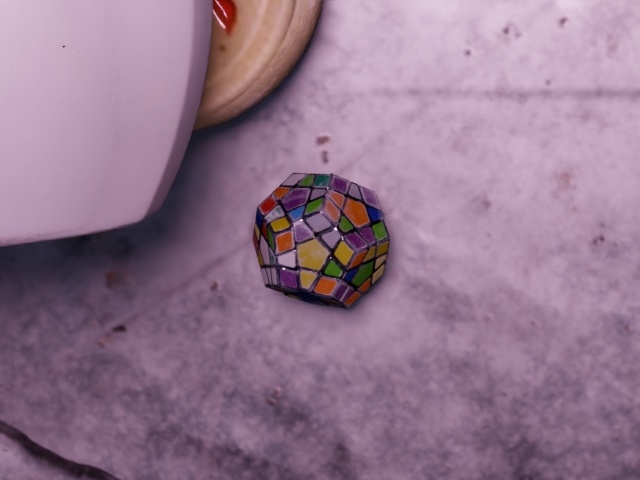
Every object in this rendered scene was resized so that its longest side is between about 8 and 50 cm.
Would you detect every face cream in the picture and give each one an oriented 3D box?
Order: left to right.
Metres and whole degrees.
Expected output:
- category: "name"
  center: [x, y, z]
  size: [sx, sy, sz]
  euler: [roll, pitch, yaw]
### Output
- category: "face cream"
  center: [-0.225, -0.181, 0.814]
  size: [0.312, 0.219, 0.357]
  euler: [-2, 102, 13]

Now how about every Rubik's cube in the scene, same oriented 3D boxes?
- category: "Rubik's cube"
  center: [0.000, 0.000, 0.992]
  size: [0.093, 0.111, 0.111]
  euler: [-10, 104, -14]

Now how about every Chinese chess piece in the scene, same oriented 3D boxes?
- category: "Chinese chess piece"
  center: [-0.118, -0.204, 0.955]
  size: [0.250, 0.103, 0.249]
  euler: [2, 104, 10]
